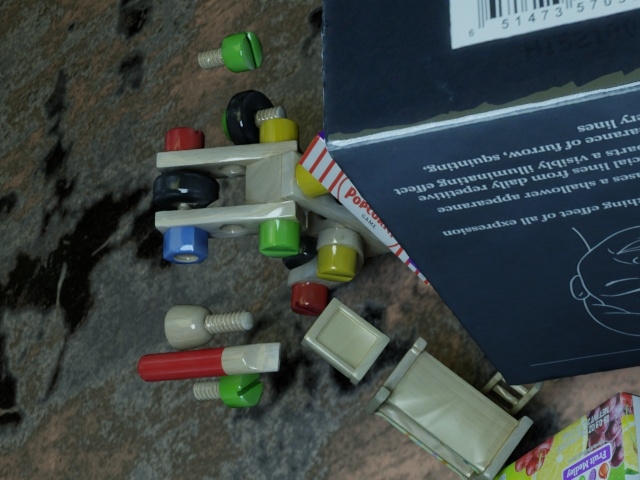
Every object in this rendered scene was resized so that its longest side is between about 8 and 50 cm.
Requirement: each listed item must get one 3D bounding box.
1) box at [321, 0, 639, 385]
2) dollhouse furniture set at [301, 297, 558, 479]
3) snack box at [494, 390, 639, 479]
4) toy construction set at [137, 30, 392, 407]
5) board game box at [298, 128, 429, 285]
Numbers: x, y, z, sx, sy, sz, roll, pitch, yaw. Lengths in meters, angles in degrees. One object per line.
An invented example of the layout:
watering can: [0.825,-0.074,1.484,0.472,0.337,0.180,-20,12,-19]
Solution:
box: [0.205,-0.083,0.984,0.293,0.395,0.212,-10,61,18]
dollhouse furniture set: [0.102,0.080,1.227,0.161,0.182,0.101,-52,-4,-14]
snack box: [0.195,0.237,1.071,0.174,0.070,0.207,132,147,-51]
toy construction set: [0.000,0.000,1.296,0.237,0.257,0.309,-7,44,34]
board game box: [0.097,-0.073,1.256,0.193,0.147,0.045,-42,-7,-38]
